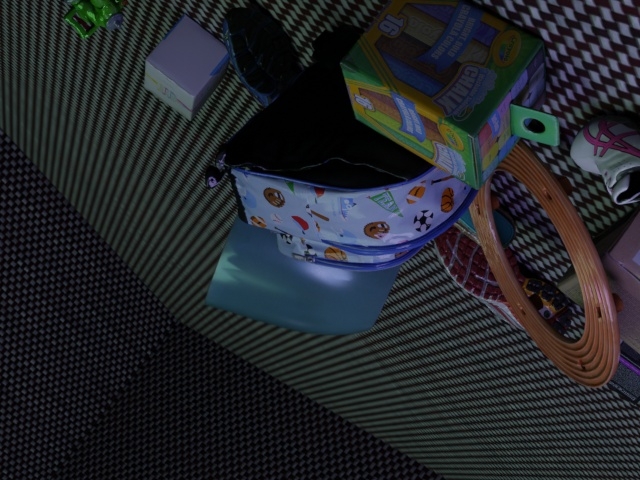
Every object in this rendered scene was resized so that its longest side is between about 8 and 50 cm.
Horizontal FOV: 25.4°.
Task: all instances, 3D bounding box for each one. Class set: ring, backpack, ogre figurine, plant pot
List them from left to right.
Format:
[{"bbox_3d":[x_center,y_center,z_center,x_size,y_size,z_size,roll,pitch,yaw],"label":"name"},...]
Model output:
[{"bbox_3d":[-0.345,-0.365,2.072,0.197,0.097,0.118,3,132,47],"label":"ogre figurine"},{"bbox_3d":[0.000,0.000,2.018,0.235,0.293,0.293,22,165,0],"label":"plant pot"},{"bbox_3d":[0.051,-0.086,1.647,0.263,0.276,0.213,11,140,38],"label":"backpack"},{"bbox_3d":[0.259,0.013,1.652,0.337,0.032,0.336,61,168,22],"label":"ring"}]

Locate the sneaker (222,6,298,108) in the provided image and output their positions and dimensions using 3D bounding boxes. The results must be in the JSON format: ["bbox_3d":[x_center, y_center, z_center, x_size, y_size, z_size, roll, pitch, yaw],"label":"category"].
[{"bbox_3d":[-0.081,-0.229,1.886,0.087,0.083,0.221,34,164,37],"label":"sneaker"}]

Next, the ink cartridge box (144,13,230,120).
[{"bbox_3d":[-0.195,-0.248,2.073,0.090,0.092,0.143,37,167,1],"label":"ink cartridge box"}]

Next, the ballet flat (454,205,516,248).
[{"bbox_3d":[0.164,-0.061,1.838,0.206,0.073,0.067,44,179,-8],"label":"ballet flat"}]

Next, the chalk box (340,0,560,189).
[{"bbox_3d":[0.148,-0.151,1.464,0.213,0.132,0.132,32,165,21],"label":"chalk box"}]

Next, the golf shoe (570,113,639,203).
[{"bbox_3d":[0.302,-0.078,1.415,0.067,0.086,0.186,42,166,-21],"label":"golf shoe"}]

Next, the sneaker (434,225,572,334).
[{"bbox_3d":[0.242,0.062,1.980,0.225,0.088,0.092,41,166,-12],"label":"sneaker"}]

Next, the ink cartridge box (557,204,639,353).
[{"bbox_3d":[0.408,0.076,1.621,0.234,0.088,0.193,39,164,2],"label":"ink cartridge box"}]

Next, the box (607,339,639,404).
[{"bbox_3d":[0.421,0.174,2.010,0.116,0.029,0.162,36,164,10],"label":"box"}]
